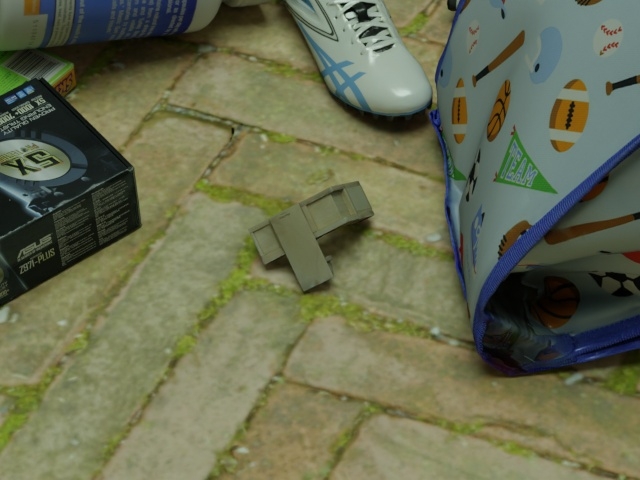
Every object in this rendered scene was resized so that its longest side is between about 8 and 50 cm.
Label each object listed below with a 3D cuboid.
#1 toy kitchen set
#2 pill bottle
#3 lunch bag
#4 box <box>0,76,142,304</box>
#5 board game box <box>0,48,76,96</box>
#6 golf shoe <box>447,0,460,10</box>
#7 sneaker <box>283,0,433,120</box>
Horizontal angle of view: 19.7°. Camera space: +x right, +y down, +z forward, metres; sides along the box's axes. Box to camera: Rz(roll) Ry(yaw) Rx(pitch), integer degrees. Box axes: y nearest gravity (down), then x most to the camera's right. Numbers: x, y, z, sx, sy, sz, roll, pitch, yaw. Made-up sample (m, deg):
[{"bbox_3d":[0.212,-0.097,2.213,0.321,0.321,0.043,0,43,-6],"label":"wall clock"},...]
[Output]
[{"bbox_3d":[0.000,0.000,1.553,0.083,0.075,0.068,-26,87,21],"label":"toy kitchen set"},{"bbox_3d":[-0.178,-0.261,1.695,0.272,0.152,0.152,-8,47,-22],"label":"pill bottle"},{"bbox_3d":[0.248,-0.113,1.459,0.239,0.385,0.328,27,38,-31],"label":"lunch bag"},{"bbox_3d":[-0.267,-0.037,1.557,0.180,0.077,0.147,-30,54,-23],"label":"box"},{"bbox_3d":[-0.365,-0.167,1.707,0.259,0.039,0.124,28,53,21],"label":"board game box"},{"bbox_3d":[0.135,-0.292,1.782,0.086,0.067,0.186,-13,49,-8],"label":"golf shoe"},{"bbox_3d":[0.029,-0.198,1.690,0.085,0.086,0.237,-20,52,-18],"label":"sneaker"}]
